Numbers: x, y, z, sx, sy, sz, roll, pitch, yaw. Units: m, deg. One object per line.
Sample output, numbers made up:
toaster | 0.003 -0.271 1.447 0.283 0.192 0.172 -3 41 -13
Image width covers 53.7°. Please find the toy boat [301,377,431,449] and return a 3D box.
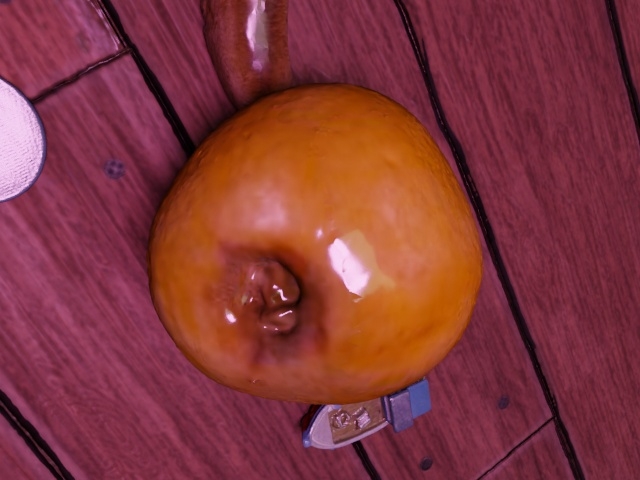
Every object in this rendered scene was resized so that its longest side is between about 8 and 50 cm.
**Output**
toy boat | 0.054 0.191 0.719 0.173 0.059 0.069 -16 109 -20

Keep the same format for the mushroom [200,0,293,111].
mushroom | -0.061 -0.200 0.553 0.072 0.094 0.209 -11 111 -25

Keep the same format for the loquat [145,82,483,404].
loquat | 0.000 0.000 0.539 0.275 0.275 0.274 -6 105 -23

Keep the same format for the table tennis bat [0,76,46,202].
table tennis bat | -0.288 -0.103 0.512 0.100 0.019 0.155 -27 114 -16
